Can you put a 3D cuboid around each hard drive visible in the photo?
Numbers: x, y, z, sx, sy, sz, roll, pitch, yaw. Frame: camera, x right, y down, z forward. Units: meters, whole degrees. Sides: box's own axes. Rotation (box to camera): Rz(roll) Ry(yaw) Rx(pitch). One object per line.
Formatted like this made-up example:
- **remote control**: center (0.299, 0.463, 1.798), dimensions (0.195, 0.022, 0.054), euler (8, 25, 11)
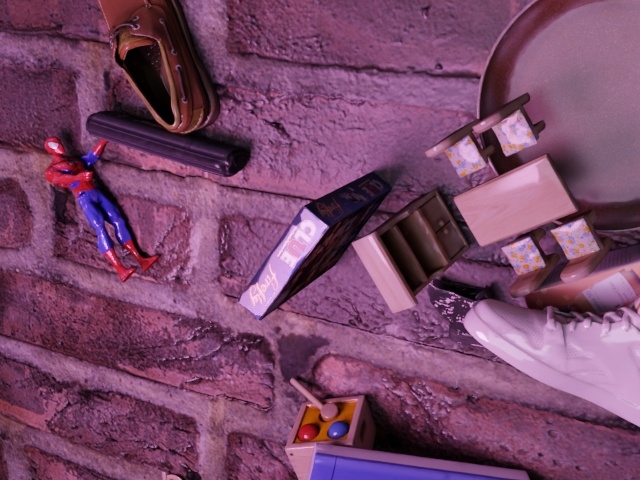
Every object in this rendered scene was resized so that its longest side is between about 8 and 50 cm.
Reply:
- **hard drive**: center (0.129, 0.415, 1.021), dimensions (0.318, 0.040, 0.210), euler (9, 113, -5)

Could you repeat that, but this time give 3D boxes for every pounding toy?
- **pounding toy**: center (0.009, 0.293, 1.081), dimensions (0.130, 0.141, 0.100), euler (-11, 114, 20)

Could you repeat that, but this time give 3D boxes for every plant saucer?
- **plant saucer**: center (0.349, -0.165, 0.831), dimensions (0.310, 0.050, 0.311), euler (7, 108, 22)

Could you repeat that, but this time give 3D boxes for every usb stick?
- **usb stick**: center (-0.247, -0.158, 1.090), dimensions (0.277, 0.077, 0.045), euler (18, 117, 19)

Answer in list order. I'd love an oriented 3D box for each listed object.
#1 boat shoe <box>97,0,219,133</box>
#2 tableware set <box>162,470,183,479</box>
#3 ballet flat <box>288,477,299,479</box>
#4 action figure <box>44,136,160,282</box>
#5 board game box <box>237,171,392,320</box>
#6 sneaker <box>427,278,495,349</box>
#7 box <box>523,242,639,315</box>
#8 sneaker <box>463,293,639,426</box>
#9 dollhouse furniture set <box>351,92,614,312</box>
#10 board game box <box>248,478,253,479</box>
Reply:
- **boat shoe**: center (-0.265, -0.307, 1.041), dimensions (0.110, 0.104, 0.307), euler (-33, 90, 28)
- **tableware set**: center (-0.250, 0.524, 1.321), dimensions (0.168, 0.020, 0.141), euler (15, 110, 21)
- **ballet flat**: center (0.039, 0.620, 1.151), dimensions (0.182, 0.164, 0.483), euler (-27, 93, 2)
- **action figure**: center (-0.369, -0.082, 1.165), dimensions (0.139, 0.091, 0.280), euler (-40, 87, 35)
- **board game box**: center (0.000, 0.000, 0.929), dimensions (0.042, 0.243, 0.165), euler (40, 117, 9)
- **sneaker**: center (0.235, 0.106, 0.959), dimensions (0.170, 0.051, 0.089), euler (7, 112, 27)
- **box**: center (0.366, 0.090, 0.871), dimensions (0.170, 0.091, 0.130), euler (-20, 96, 28)
- **sneaker**: center (0.328, 0.096, 0.785), dimensions (0.292, 0.108, 0.169), euler (24, 112, 6)
- **dollhouse furniture set**: center (0.186, -0.020, 0.841), dimensions (0.242, 0.161, 0.212), euler (-26, 97, 47)
- **board game box**: center (-0.107, 0.494, 1.245), dimensions (0.090, 0.020, 0.090), euler (25, 114, 14)
